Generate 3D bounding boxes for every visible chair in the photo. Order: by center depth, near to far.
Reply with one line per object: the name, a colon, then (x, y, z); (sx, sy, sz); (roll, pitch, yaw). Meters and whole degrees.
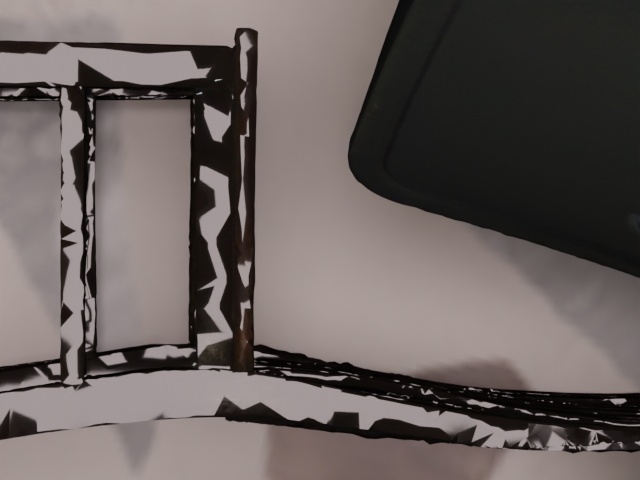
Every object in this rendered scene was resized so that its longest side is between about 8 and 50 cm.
chair: (0.000, 0.000, 0.487); (0.212, 0.084, 0.101); (-1, 93, -5)

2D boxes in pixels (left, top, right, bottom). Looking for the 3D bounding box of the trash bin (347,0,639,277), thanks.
trash bin: (0.119, -0.103, 0.450); (0.165, 0.115, 0.225); (18, 61, -3)
